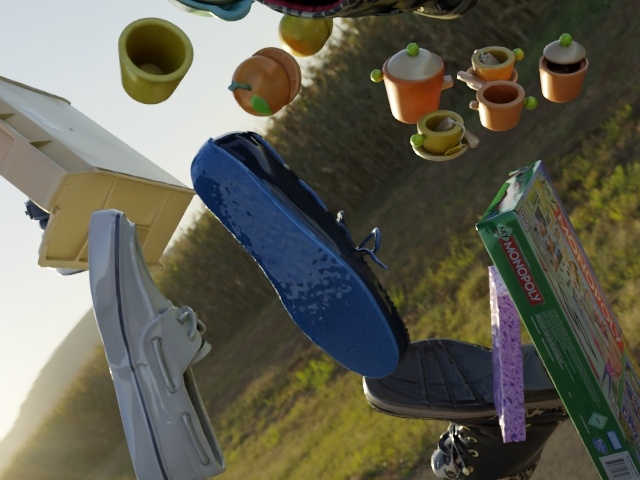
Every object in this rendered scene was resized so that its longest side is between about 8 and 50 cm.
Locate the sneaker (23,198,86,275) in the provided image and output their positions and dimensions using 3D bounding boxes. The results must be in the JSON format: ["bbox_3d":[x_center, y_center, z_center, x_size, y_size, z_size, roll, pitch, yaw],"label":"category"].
[{"bbox_3d":[-0.388,-0.034,1.311,0.086,0.163,0.226,-15,13,-36],"label":"sneaker"}]

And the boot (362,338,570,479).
[{"bbox_3d":[0.232,0.289,1.358,0.138,0.377,0.284,-108,22,-43],"label":"boot"}]

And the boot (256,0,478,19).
[{"bbox_3d":[-0.015,-0.218,0.635,0.178,0.236,0.085,-23,-50,-54],"label":"boot"}]

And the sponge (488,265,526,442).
[{"bbox_3d":[0.245,0.146,1.124,0.031,0.210,0.117,-5,17,7],"label":"sponge"}]

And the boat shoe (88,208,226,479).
[{"bbox_3d":[-0.144,0.098,0.769,0.088,0.267,0.096,-11,5,-3],"label":"boat shoe"}]

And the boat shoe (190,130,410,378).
[{"bbox_3d":[0.000,0.000,0.753,0.109,0.258,0.089,-30,7,38],"label":"boat shoe"}]

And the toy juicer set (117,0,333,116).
[{"bbox_3d":[-0.079,-0.275,0.859,0.089,0.209,0.329,130,147,-61],"label":"toy juicer set"}]

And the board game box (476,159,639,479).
[{"bbox_3d":[0.278,0.083,0.942,0.046,0.317,0.213,-24,9,28],"label":"board game box"}]

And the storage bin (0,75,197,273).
[{"bbox_3d":[-0.322,-0.083,1.013,0.123,0.262,0.260,-58,-20,9],"label":"storage bin"}]

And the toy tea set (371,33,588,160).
[{"bbox_3d":[0.252,-0.260,1.322,0.336,0.200,0.124,-24,-45,-16],"label":"toy tea set"}]
